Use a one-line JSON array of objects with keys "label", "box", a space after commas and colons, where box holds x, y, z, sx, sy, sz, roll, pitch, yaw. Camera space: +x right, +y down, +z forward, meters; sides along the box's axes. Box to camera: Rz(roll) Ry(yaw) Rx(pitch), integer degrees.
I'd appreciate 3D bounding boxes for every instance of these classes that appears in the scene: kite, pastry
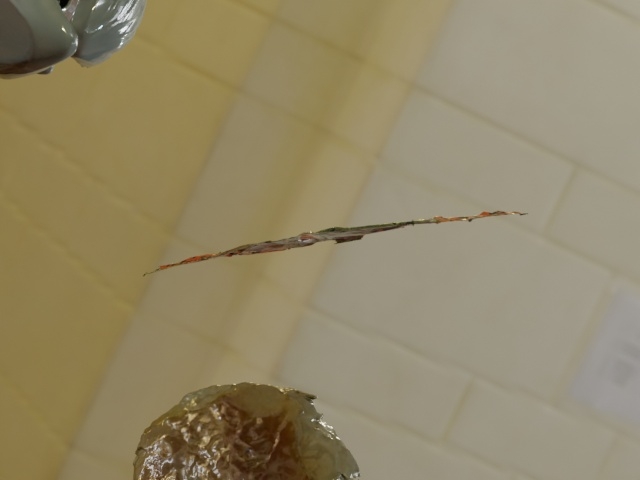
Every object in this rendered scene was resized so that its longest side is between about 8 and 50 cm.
[{"label": "kite", "box": [0.000, -0.001, 1.052, 0.222, 0.008, 0.125, -9, -2, 6]}, {"label": "pastry", "box": [-0.048, 0.159, 1.208, 0.153, 0.153, 0.081, 27, -19, 17]}]

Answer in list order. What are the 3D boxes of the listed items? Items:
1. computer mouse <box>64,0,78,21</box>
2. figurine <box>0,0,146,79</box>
[{"label": "computer mouse", "box": [-0.301, -0.262, 1.335, 0.389, 0.115, 0.199, 26, 45, -12]}, {"label": "figurine", "box": [-0.125, -0.115, 0.937, 0.082, 0.094, 0.086, 26, 44, 15]}]
